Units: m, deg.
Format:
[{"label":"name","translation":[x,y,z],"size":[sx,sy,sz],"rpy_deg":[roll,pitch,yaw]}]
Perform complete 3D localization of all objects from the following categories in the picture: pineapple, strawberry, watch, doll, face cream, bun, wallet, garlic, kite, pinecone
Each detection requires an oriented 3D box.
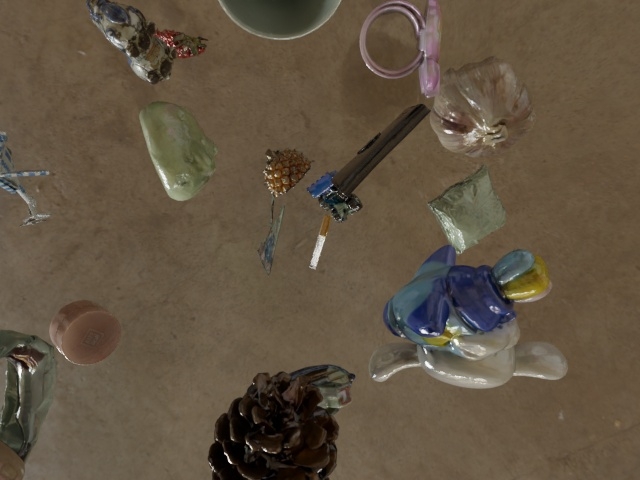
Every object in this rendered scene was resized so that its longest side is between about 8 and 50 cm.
[{"label":"pineapple","translation":[-0.129,-0.246,1.455],"size":[0.137,0.161,0.176],"rpy_deg":[48,68,-17]},{"label":"strawberry","translation":[-0.525,-0.720,1.644],"size":[0.208,0.167,0.087],"rpy_deg":[26,108,48]},{"label":"watch","translation":[0.220,-0.529,1.232],"size":[0.218,0.211,0.248],"rpy_deg":[1,114,7]},{"label":"doll","translation":[0.257,0.150,0.829],"size":[0.376,0.187,0.365],"rpy_deg":[-17,130,1]},{"label":"face cream","translation":[-0.626,0.244,1.182],"size":[0.104,0.149,0.149],"rpy_deg":[15,107,43]},{"label":"bun","translation":[-0.381,-0.256,1.234],"size":[0.179,0.283,0.283],"rpy_deg":[-21,98,-14]},{"label":"watch","translation":[-0.585,0.290,0.795],"size":[0.162,0.241,0.253],"rpy_deg":[9,134,2]},{"label":"wallet","translation":[0.157,-0.257,1.232],"size":[0.318,0.172,0.045],"rpy_deg":[-44,107,7]},{"label":"garlic","translation":[0.498,-0.393,1.374],"size":[0.322,0.241,0.322],"rpy_deg":[27,147,20]},{"label":"kite","translation":[-0.173,-0.021,1.506],"size":[0.012,0.335,0.314],"rpy_deg":[10,61,-20]},{"label":"pinecone","translation":[-0.059,0.293,0.637],"size":[0.179,0.184,0.204],"rpy_deg":[39,111,40]}]

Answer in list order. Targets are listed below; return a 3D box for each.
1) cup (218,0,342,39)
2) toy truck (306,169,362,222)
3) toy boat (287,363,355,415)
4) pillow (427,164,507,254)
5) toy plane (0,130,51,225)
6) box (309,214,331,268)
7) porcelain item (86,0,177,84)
[{"label":"cup","translation":[-0.105,-0.449,0.639],"size":[0.258,0.234,0.186],"rpy_deg":[1,148,-21]},{"label":"toy truck","translation":[0.055,-0.177,1.667],"size":[0.113,0.126,0.208],"rpy_deg":[-35,122,24]},{"label":"toy boat","translation":[-0.029,0.317,0.876],"size":[0.262,0.115,0.114],"rpy_deg":[-13,88,-26]},{"label":"pillow","translation":[0.611,-0.116,1.796],"size":[0.283,0.138,0.310],"rpy_deg":[-37,118,0]},{"label":"toy plane","translation":[-0.647,-0.141,0.931],"size":[0.182,0.273,0.107],"rpy_deg":[-20,67,3]},{"label":"box","translation":[0.000,0.000,1.939],"size":[0.033,0.129,0.247],"rpy_deg":[16,135,-1]},{"label":"porcelain item","translation":[-0.561,-0.593,1.323],"size":[0.186,0.288,0.138],"rpy_deg":[32,86,10]}]
